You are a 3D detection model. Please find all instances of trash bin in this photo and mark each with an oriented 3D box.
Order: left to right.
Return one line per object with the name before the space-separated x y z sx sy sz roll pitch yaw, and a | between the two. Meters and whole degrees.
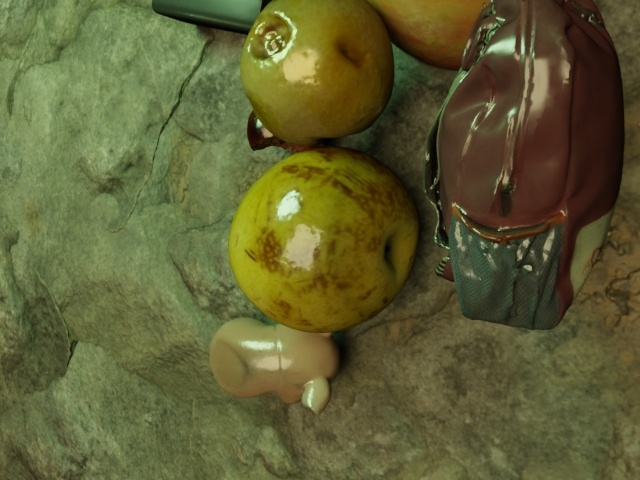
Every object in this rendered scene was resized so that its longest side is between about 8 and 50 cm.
trash bin | -0.157 -0.441 0.871 0.226 0.115 0.165 24 109 25

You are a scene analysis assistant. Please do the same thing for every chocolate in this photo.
chocolate | -0.055 -0.182 0.833 0.124 0.133 0.127 -35 81 26

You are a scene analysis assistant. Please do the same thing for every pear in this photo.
pear | 0.000 0.000 0.749 0.281 0.281 0.280 4 99 30

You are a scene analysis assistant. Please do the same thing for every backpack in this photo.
backpack | 0.212 -0.102 0.550 0.197 0.283 0.317 3 123 26

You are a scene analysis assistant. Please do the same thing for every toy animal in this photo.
toy animal | -0.081 0.198 0.885 0.250 0.154 0.166 -8 84 29

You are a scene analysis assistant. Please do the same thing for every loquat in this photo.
loquat | -0.002 -0.221 0.688 0.213 0.213 0.212 4 99 30

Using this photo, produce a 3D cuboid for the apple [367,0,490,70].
apple | 0.167 -0.378 0.650 0.309 0.314 0.252 9 58 24
